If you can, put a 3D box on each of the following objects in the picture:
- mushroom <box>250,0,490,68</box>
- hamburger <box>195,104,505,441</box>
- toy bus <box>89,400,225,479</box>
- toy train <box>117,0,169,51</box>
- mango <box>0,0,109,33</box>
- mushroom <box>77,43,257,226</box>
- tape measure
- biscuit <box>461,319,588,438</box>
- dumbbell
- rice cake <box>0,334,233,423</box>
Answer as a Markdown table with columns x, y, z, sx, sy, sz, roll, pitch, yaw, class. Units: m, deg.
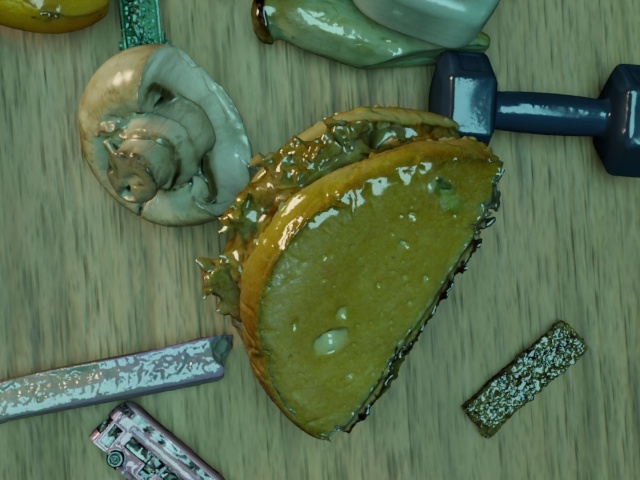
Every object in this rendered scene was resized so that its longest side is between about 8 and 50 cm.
| x | y | z | sx | sy | sz | roll | pitch | yaw | class |
| --- | --- | --- | --- | --- | --- | --- | --- | --- | --- |
| 0.068 | -0.285 | 1.832 | 0.333 | 0.087 | 0.107 | 14 | 67 | -8 | mushroom |
| 0.000 | 0.000 | 1.694 | 0.287 | 0.268 | 0.445 | 24 | 109 | -27 | hamburger |
| -0.218 | 0.308 | 1.821 | 0.203 | 0.063 | 0.090 | 41 | 83 | -6 | toy bus |
| -0.243 | -0.313 | 1.797 | 0.070 | 0.099 | 0.172 | -5 | 90 | -6 | toy train |
| -0.406 | -0.360 | 1.740 | 0.257 | 0.138 | 0.187 | 5 | 69 | -19 | mango |
| -0.227 | -0.120 | 1.746 | 0.253 | 0.189 | 0.195 | 56 | 43 | -21 | mushroom |
| 0.140 | -0.389 | 1.778 | 0.243 | 0.125 | 0.246 | 31 | 69 | 1 | tape measure |
| 0.288 | 0.195 | 1.883 | 0.199 | 0.034 | 0.064 | -41 | 93 | -5 | biscuit |
| 0.311 | -0.174 | 1.830 | 0.325 | 0.160 | 0.144 | 4 | 63 | -5 | dumbbell |
| -0.309 | 0.194 | 1.804 | 0.399 | 0.070 | 0.064 | -12 | 85 | -5 | rice cake |
